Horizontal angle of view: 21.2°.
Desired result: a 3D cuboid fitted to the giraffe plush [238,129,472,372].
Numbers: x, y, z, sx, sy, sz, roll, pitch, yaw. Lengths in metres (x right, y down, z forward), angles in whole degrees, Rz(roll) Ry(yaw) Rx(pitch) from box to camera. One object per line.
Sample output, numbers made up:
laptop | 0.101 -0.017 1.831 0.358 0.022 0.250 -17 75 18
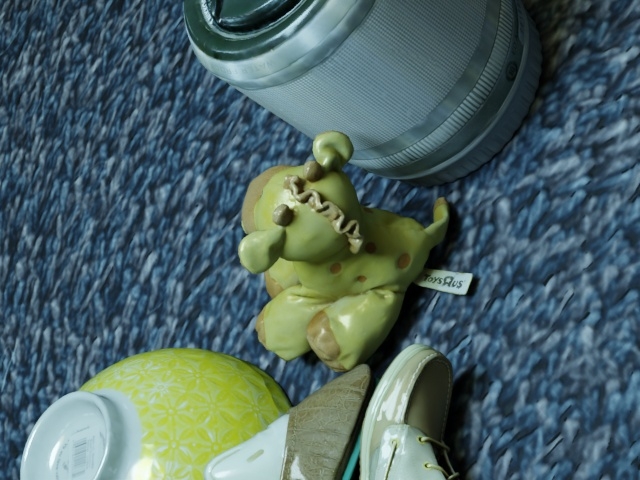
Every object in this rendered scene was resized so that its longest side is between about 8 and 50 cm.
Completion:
giraffe plush | 0.000 0.000 1.468 0.210 0.170 0.181 -12 53 38

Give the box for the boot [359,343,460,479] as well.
boot | 0.104 0.194 1.341 0.165 0.077 0.213 7 78 46

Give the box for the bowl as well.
bowl | -0.174 0.213 1.535 0.289 0.156 0.289 -23 53 33

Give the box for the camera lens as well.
camera lens | 0.036 -0.190 1.477 0.219 0.274 0.219 -23 53 34

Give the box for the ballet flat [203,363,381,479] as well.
ballet flat | -0.051 0.251 1.408 0.116 0.124 0.342 127 160 -79
